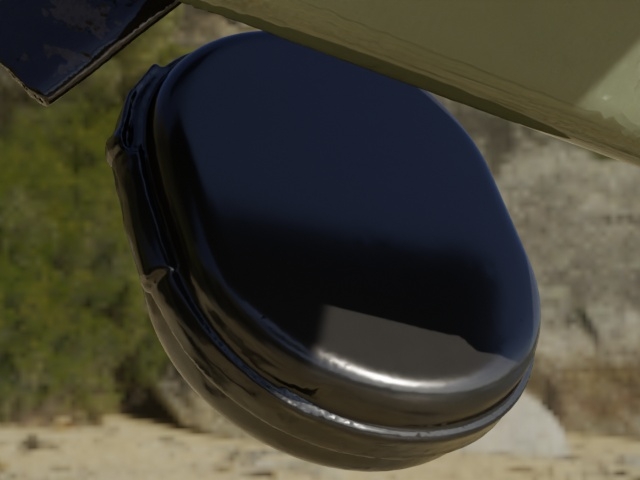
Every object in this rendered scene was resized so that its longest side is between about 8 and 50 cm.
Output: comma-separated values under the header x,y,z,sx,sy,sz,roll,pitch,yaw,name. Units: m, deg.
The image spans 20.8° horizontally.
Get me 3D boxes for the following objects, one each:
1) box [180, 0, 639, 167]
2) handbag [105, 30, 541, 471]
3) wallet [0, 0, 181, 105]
x,y,z,sx,sy,sz,roll,pitch,yaw,name
0.119,-0.236,0.871,0.344,0.352,0.177,16,23,-21,box
-0.001,0.001,1.045,0.254,0.308,0.093,3,-41,-28,handbag
-0.113,-0.140,0.955,0.157,0.082,0.018,-39,-30,-14,wallet
